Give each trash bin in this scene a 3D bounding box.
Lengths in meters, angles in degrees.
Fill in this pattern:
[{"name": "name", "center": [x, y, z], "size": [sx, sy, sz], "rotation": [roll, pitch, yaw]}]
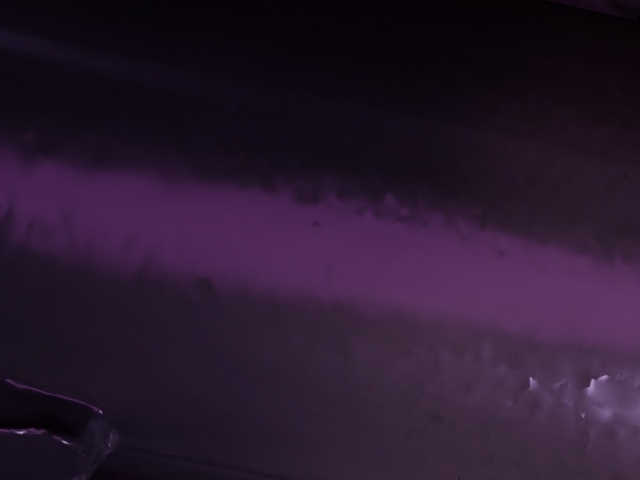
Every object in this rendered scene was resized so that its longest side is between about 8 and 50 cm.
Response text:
[{"name": "trash bin", "center": [0.000, 0.000, 0.709], "size": [0.301, 0.203, 0.252], "rotation": [12, 56, 1]}]
